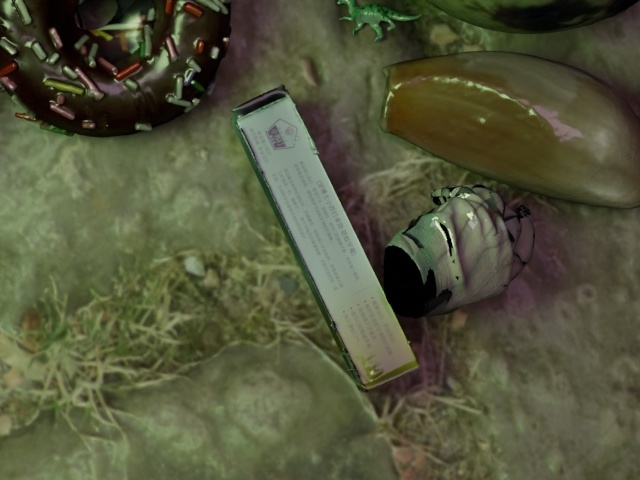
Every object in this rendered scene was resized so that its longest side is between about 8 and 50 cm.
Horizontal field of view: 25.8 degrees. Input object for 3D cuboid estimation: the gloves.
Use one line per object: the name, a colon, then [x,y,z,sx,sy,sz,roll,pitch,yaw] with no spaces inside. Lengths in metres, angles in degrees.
gloves: [0.152,0.006,1.388,0.212,0.111,0.127,-26,99,-33]

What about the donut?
donut: [-0.210,-0.224,1.359,0.270,0.103,0.269,-3,106,-12]

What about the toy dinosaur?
toy dinosaur: [0.059,-0.244,1.479,0.083,0.021,0.062,-23,73,-10]

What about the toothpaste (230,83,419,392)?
toothpaste: [0.000,0.000,1.402,0.071,0.089,0.313,-26,87,-4]

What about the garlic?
garlic: [0.214,-0.128,1.454,0.318,0.112,0.143,16,83,5]

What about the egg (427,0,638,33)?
egg: [0.238,-0.390,1.365,0.428,0.345,0.345,-35,88,-27]
